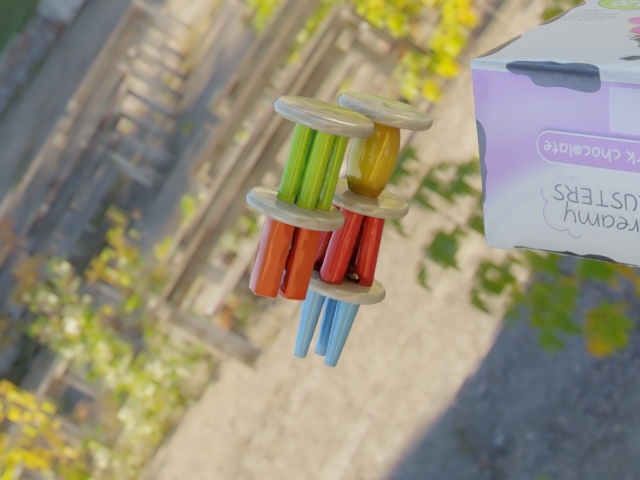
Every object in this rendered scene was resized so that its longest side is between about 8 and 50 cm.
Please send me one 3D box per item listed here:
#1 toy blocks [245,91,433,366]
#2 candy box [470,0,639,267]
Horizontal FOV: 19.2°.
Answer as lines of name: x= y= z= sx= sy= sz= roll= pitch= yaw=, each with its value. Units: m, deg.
toy blocks: x=0.000 y=0.000 z=0.997 sx=0.123 sy=0.054 sz=0.148 roll=-12 pitch=-60 yaw=-60
candy box: x=0.173 y=-0.051 z=0.648 sx=0.165 sy=0.070 sz=0.196 roll=10 pitch=27 yaw=37
